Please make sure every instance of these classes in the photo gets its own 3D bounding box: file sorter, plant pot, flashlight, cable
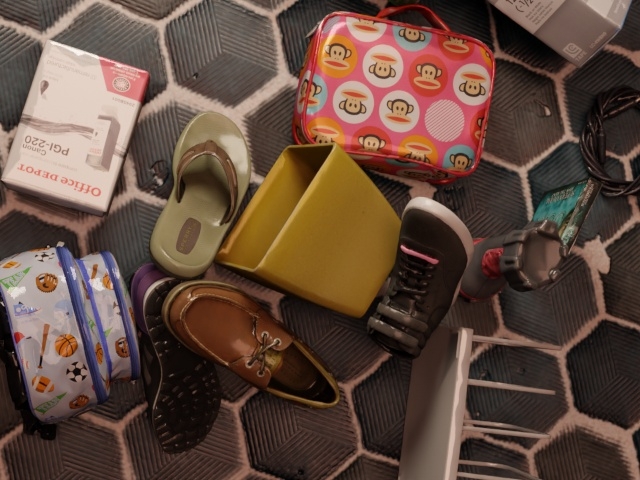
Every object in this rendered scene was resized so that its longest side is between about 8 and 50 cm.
[{"bbox_3d":[0.235,0.276,1.673,0.173,0.193,0.278,9,85,-13],"label":"file sorter"},{"bbox_3d":[0.000,0.000,1.647,0.187,0.212,0.212,36,80,-19],"label":"plant pot"},{"bbox_3d":[0.260,0.039,1.633,0.103,0.304,0.103,-29,93,-10],"label":"flashlight"},{"bbox_3d":[0.491,-0.158,1.821,0.150,0.047,0.184,27,82,-8],"label":"cable"}]

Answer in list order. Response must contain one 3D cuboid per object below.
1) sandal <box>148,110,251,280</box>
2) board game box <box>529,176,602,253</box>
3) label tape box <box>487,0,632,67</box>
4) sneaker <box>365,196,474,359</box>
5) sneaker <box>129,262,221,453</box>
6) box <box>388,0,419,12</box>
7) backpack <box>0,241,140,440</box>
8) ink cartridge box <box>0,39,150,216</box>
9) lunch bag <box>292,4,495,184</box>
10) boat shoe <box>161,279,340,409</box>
[{"bbox_3d":[-0.162,-0.075,1.620,0.120,0.086,0.303,17,48,-10],"label":"sandal"},{"bbox_3d":[0.356,-0.025,1.715,0.026,0.186,0.126,28,81,-6],"label":"board game box"},{"bbox_3d":[0.323,-0.463,1.727,0.347,0.115,0.249,36,52,-8],"label":"label tape box"},{"bbox_3d":[0.131,0.067,1.562,0.104,0.296,0.147,26,63,17],"label":"sneaker"},{"bbox_3d":[-0.219,0.167,1.647,0.107,0.124,0.283,-12,113,-27],"label":"sneaker"},{"bbox_3d":[0.037,-0.468,1.661,0.322,0.232,0.058,35,84,-7],"label":"box"},{"bbox_3d":[-0.353,0.126,1.529,0.213,0.263,0.277,-21,90,-7],"label":"backpack"},{"bbox_3d":[-0.354,-0.159,1.639,0.158,0.092,0.218,17,85,-9],"label":"ink cartridge box"},{"bbox_3d":[0.114,-0.234,1.717,0.293,0.120,0.258,12,84,-9],"label":"lunch bag"},{"bbox_3d":[-0.084,0.148,1.590,0.307,0.104,0.111,32,87,-39],"label":"boat shoe"}]
